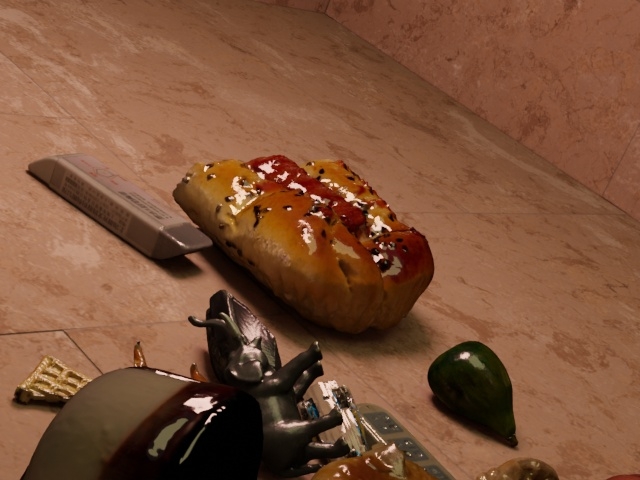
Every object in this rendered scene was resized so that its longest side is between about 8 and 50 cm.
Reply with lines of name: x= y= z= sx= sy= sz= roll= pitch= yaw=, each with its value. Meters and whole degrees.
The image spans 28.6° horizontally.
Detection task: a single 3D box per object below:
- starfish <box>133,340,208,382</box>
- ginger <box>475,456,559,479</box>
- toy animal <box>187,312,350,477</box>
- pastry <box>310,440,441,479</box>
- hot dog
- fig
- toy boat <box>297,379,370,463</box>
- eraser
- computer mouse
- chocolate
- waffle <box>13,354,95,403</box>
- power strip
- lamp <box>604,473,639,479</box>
starfish: x=-0.174 y=0.204 z=1.580 sx=0.138 sy=0.050 sz=0.247 roll=32 pitch=5 yaw=-26
ginger: x=0.285 y=0.384 z=1.644 sx=0.149 sy=0.065 sz=0.258 roll=2 pitch=33 yaw=-17
toy animal: x=-0.057 y=0.181 z=1.604 sx=0.137 sy=0.082 sz=0.269 roll=-25 pitch=65 yaw=-7
pastry: x=0.094 y=0.341 z=1.455 sx=0.236 sy=0.121 sz=0.257 roll=3 pitch=30 yaw=-42
hot dog: x=0.000 y=0.000 z=2.080 sx=0.367 sy=0.196 sz=0.365 roll=1 pitch=34 yaw=-40
fig: x=0.249 y=0.232 z=1.911 sx=0.177 sy=0.117 sz=0.117 roll=46 pitch=29 yaw=24
toy boat: x=0.028 y=0.266 z=1.653 sx=0.084 sy=0.066 sz=0.210 roll=-19 pitch=44 yaw=-9
eraser: x=-0.328 y=-0.059 z=2.048 sx=0.352 sy=0.061 sz=0.089 roll=34 pitch=22 yaw=23
computer mouse: x=-0.117 y=0.149 z=1.716 sx=0.062 sy=0.106 sz=0.192 roll=-10 pitch=43 yaw=-35
chocolate: x=-0.187 y=0.256 z=1.229 sx=0.186 sy=0.283 sz=0.283 roll=12 pitch=18 yaw=16
waffle: x=-0.289 y=0.197 z=1.538 sx=0.152 sy=0.023 sz=0.097 roll=25 pitch=24 yaw=-1
power strip: x=0.123 y=0.308 z=1.668 sx=0.080 sy=0.048 sz=0.286 roll=5 pitch=26 yaw=-41
lamp: x=0.447 y=0.384 z=1.693 sx=0.182 sy=0.140 sz=0.182 roll=18 pitch=19 yaw=-7
